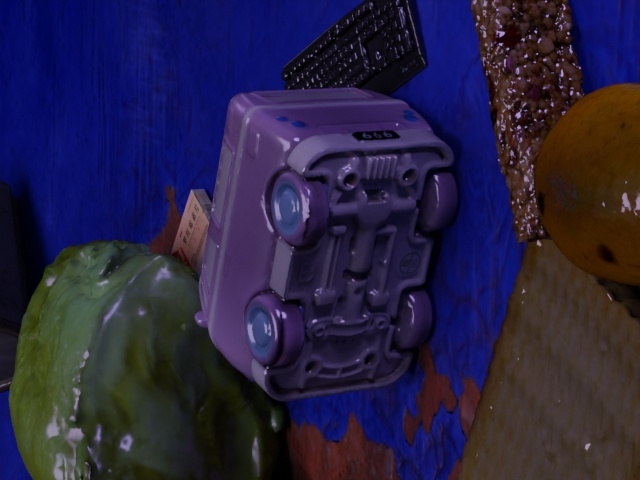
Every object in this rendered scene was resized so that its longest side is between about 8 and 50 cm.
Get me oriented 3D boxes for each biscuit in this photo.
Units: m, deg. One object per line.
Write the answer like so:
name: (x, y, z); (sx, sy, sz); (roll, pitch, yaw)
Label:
biscuit: (0.132, -0.093, 1.208); (0.034, 0.064, 0.199); (-35, 62, 58)
biscuit: (0.153, 0.134, 1.234); (0.172, 0.029, 0.254); (51, 136, 46)

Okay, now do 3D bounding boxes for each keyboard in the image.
keyboard: (0.020, -0.130, 1.465); (0.196, 0.015, 0.074); (-31, 67, 60)

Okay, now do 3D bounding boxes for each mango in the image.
mango: (0.188, -0.032, 1.089); (0.178, 0.090, 0.115); (-1, 85, 54)

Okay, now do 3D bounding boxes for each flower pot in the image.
flower pot: (-0.397, 0.046, 2.108); (0.212, 0.212, 0.202); (128, 142, -52)

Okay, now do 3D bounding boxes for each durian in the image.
durian: (-0.154, 0.128, 1.651); (0.340, 0.204, 0.256); (-163, 80, -68)

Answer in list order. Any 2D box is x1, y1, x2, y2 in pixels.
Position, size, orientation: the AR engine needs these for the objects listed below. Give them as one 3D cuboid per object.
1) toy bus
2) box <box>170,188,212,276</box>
toy bus: (0.000, 0.000, 1.392); (0.142, 0.142, 0.202); (39, 126, 47)
box: (-0.108, 0.007, 1.724); (0.058, 0.015, 0.093); (59, 142, 37)
